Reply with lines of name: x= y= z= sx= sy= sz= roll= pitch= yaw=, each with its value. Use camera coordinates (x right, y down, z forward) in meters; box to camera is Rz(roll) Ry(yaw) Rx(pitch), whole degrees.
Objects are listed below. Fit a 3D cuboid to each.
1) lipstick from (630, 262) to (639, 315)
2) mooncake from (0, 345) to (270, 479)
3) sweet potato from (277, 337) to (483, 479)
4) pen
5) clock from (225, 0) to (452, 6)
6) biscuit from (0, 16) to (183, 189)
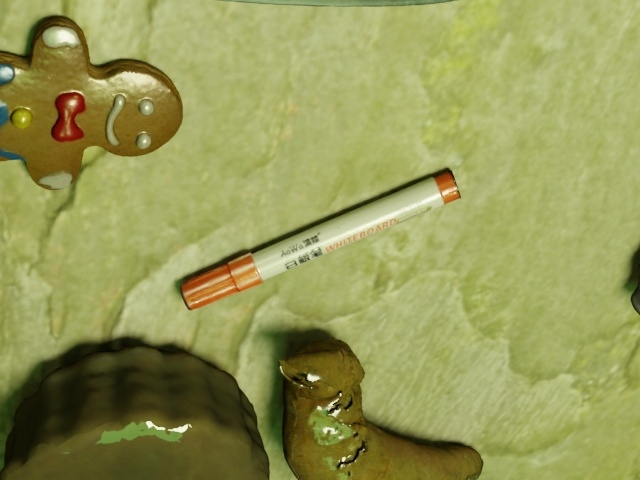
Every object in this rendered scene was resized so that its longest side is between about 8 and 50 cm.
lipstick: x=0.393 y=-0.091 z=1.079 sx=0.077 sy=0.077 sz=0.418 roll=18 pitch=121 yaw=-28
mooncake: x=-0.156 y=0.193 z=1.113 sx=0.228 sy=0.124 sz=0.228 roll=-5 pitch=126 yaw=-7
sweet potato: x=0.034 y=0.181 z=1.176 sx=0.124 sy=0.098 sz=0.310 roll=-41 pitch=131 yaw=7
pen: x=0.000 y=0.000 z=1.065 sx=0.239 sy=0.028 sz=0.028 roll=-23 pitch=130 yaw=1
clock: x=-0.032 y=-0.179 z=0.764 sx=0.281 sy=0.280 sz=0.055 roll=3 pitch=93 yaw=-19
biscuit: x=-0.197 y=-0.092 z=0.934 sx=0.205 sy=0.031 sz=0.138 roll=1 pitch=127 yaw=-19
